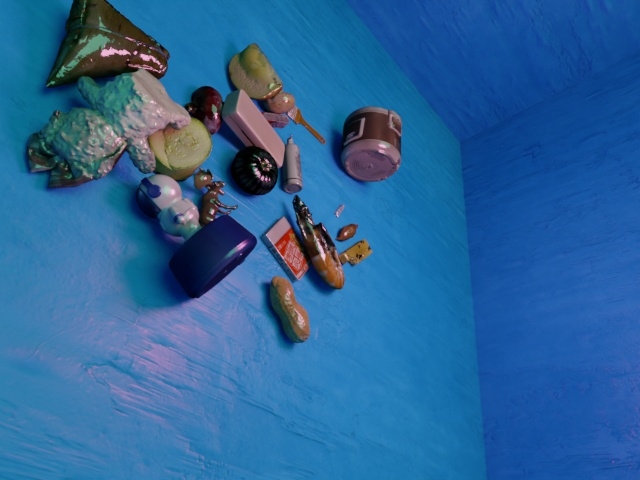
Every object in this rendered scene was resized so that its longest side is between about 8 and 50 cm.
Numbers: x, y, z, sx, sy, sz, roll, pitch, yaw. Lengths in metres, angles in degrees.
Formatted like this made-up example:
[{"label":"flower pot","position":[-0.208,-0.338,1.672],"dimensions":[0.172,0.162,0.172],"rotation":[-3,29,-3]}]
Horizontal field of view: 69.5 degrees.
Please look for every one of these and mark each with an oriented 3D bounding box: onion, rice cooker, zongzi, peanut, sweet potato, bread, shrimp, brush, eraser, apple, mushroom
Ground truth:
[{"label":"onion","position":[-0.425,-0.509,1.753],"dimensions":[0.151,0.098,0.206],"rotation":[5,67,-51]},{"label":"rice cooker","position":[0.267,-0.514,2.413],"dimensions":[0.335,0.335,0.326],"rotation":[32,52,-37]},{"label":"zongzi","position":[-0.656,-0.543,1.450],"dimensions":[0.322,0.159,0.361],"rotation":[28,59,-41]},{"label":"peanut","position":[-0.117,0.253,1.703],"dimensions":[0.263,0.101,0.117],"rotation":[62,12,-1]},{"label":"sweet potato","position":[0.147,-0.050,2.227],"dimensions":[0.226,0.068,0.068],"rotation":[-35,98,-54]},{"label":"bread","position":[0.168,0.065,2.199],"dimensions":[0.226,0.049,0.088],"rotation":[-32,96,-53]},{"label":"shrimp","position":[0.000,0.000,1.975],"dimensions":[0.445,0.085,0.272],"rotation":[62,20,-8]},{"label":"brush","position":[-0.065,-0.573,2.304],"dimensions":[0.272,0.013,0.103],"rotation":[38,45,-33]},{"label":"eraser","position":[-0.129,0.033,1.862],"dimensions":[0.230,0.038,0.157],"rotation":[56,38,-14]},{"label":"apple","position":[-0.295,-0.701,2.001],"dimensions":[0.193,0.120,0.265],"rotation":[-29,76,-14]},{"label":"mushroom","position":[-0.186,-0.627,2.082],"dimensions":[0.148,0.147,0.112],"rotation":[-36,115,-53]}]

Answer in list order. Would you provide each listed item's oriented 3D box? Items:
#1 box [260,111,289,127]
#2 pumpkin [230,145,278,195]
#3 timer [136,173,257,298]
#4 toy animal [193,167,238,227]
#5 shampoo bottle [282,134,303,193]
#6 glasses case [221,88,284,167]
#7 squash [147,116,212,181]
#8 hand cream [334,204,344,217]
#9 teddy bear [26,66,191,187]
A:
[{"label":"box","position":[-0.227,-0.534,2.047],"dimensions":[0.218,0.055,0.040],"rotation":[-13,78,-54]},{"label":"pumpkin","position":[-0.251,-0.272,1.797],"dimensions":[0.201,0.140,0.202],"rotation":[19,62,-41]},{"label":"timer","position":[-0.414,-0.043,1.421],"dimensions":[0.383,0.270,0.270],"rotation":[47,38,1]},{"label":"toy animal","position":[-0.380,-0.140,1.606],"dimensions":[0.186,0.093,0.215],"rotation":[30,57,-28]},{"label":"shampoo bottle","position":[-0.128,-0.339,2.034],"dimensions":[0.085,0.085,0.263],"rotation":[21,54,-43]},{"label":"glasses case","position":[-0.262,-0.437,1.860],"dimensions":[0.336,0.076,0.144],"rotation":[50,35,-46]},{"label":"squash","position":[-0.489,-0.316,1.550],"dimensions":[0.220,0.133,0.220],"rotation":[20,59,-38]},{"label":"hand cream","position":[0.094,-0.146,2.260],"dimensions":[0.030,0.019,0.093],"rotation":[54,45,-18]},{"label":"teddy bear","position":[-0.619,-0.324,1.370],"dimensions":[0.327,0.362,0.375],"rotation":[48,8,-13]}]
